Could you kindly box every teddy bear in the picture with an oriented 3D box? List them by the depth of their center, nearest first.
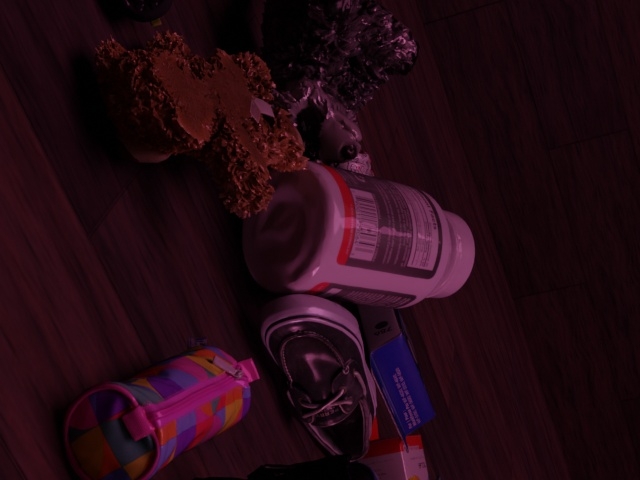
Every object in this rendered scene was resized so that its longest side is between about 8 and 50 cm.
[{"bbox_3d":[-0.132,-0.137,1.189,0.245,0.113,0.338,56,23,-8],"label":"teddy bear"}]

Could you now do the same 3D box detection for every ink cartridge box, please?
[{"bbox_3d":[0.119,0.381,1.654,0.134,0.078,0.231,23,55,-68],"label":"ink cartridge box"},{"bbox_3d":[0.116,0.179,1.689,0.333,0.065,0.165,-99,167,-66],"label":"ink cartridge box"}]

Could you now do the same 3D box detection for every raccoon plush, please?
[{"bbox_3d":[-0.045,-0.247,1.565,0.216,0.299,0.446,32,8,-31],"label":"raccoon plush"}]

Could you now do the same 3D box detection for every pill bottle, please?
[{"bbox_3d":[0.064,0.001,1.432,0.318,0.176,0.176,11,64,-43],"label":"pill bottle"}]

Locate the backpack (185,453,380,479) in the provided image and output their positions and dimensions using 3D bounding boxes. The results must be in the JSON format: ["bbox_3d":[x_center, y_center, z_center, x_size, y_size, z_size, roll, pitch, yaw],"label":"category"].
[{"bbox_3d":[-0.033,0.313,0.967,0.263,0.276,0.213,-65,143,-73],"label":"backpack"}]

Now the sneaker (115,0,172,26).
[{"bbox_3d":[-0.234,-0.349,1.173,0.097,0.084,0.235,-130,-159,-74],"label":"sneaker"}]

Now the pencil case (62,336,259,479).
[{"bbox_3d":[-0.144,0.158,0.985,0.236,0.104,0.105,-19,95,-72],"label":"pencil case"}]

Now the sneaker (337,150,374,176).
[{"bbox_3d":[0.083,-0.077,1.874,0.270,0.090,0.145,22,58,-66],"label":"sneaker"}]

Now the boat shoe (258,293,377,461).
[{"bbox_3d":[0.015,0.192,1.405,0.335,0.121,0.119,58,21,-50],"label":"boat shoe"}]

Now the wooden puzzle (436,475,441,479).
[{"bbox_3d":[0.233,0.489,2.039,0.083,0.006,0.049,-52,126,-68],"label":"wooden puzzle"}]
